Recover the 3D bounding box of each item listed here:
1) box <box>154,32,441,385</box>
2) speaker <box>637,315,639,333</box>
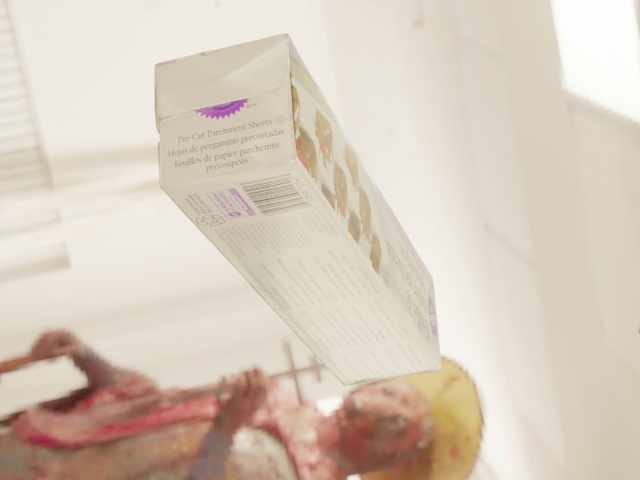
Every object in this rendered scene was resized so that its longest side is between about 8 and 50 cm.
[{"bbox_3d":[0.000,0.000,0.775,0.324,0.067,0.063,52,31,-64],"label":"box"},{"bbox_3d":[0.310,0.035,1.309,0.136,0.055,0.055,91,-13,-46],"label":"speaker"}]
